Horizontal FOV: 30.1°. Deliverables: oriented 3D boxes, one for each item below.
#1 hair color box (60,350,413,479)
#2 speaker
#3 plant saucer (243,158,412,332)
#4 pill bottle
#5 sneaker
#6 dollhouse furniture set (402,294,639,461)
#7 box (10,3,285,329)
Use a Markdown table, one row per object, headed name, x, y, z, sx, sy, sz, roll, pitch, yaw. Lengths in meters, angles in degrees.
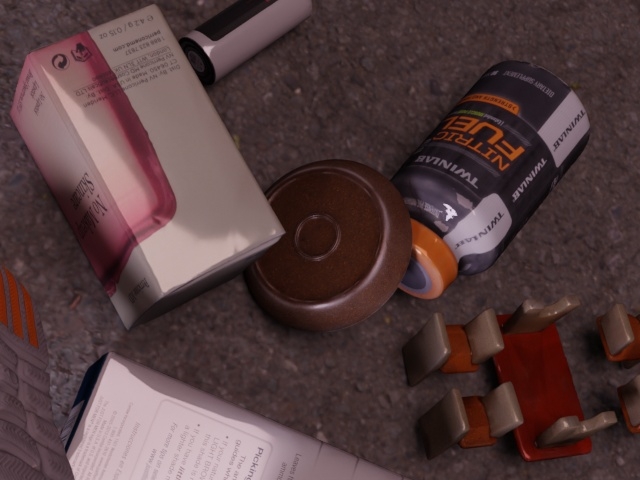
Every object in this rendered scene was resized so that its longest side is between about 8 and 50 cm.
| name | x | y | z | sx | sy | sz | roll | pitch | yaw |
| --- | --- | --- | --- | --- | --- | --- | --- | --- | --- |
| hair color box | -0.062 | 0.244 | 1.007 | 0.347 | 0.105 | 0.174 | 25 | 69 | -13 |
| speaker | -0.072 | -0.209 | 1.169 | 0.136 | 0.055 | 0.055 | -39 | 90 | -26 |
| plant saucer | 0.000 | 0.000 | 1.093 | 0.168 | 0.029 | 0.168 | -6 | 72 | 18 |
| pill bottle | 0.150 | -0.055 | 1.167 | 0.130 | 0.130 | 0.245 | 43 | 64 | -4 |
| sneaker | -0.290 | 0.176 | 0.889 | 0.180 | 0.124 | 0.321 | -26 | 47 | 9 |
| dollhouse furniture set | 0.224 | 0.188 | 1.147 | 0.262 | 0.135 | 0.259 | -2 | 64 | -22 |
| box | -0.157 | -0.060 | 1.038 | 0.127 | 0.148 | 0.232 | -27 | 85 | -25 |
